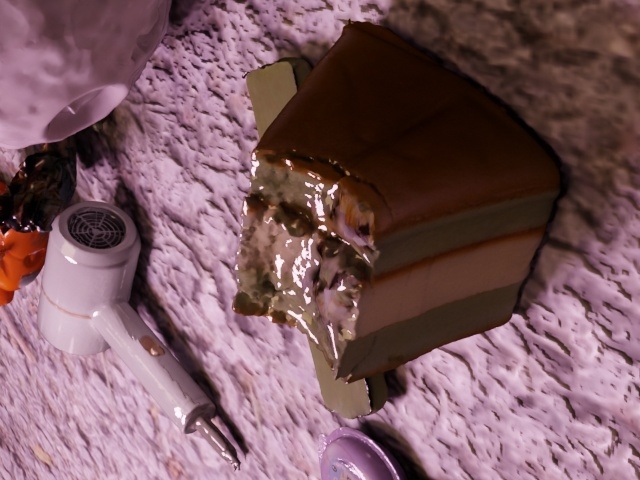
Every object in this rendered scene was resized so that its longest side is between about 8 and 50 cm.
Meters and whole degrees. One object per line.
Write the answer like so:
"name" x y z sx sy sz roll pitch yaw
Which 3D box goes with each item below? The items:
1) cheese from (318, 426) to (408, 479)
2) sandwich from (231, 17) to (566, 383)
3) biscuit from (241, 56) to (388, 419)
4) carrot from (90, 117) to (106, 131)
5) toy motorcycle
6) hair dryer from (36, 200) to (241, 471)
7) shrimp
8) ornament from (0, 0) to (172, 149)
"cheese" 0.057 0.226 1.020 0.191 0.042 0.105 22 122 48
"sandwich" 0.017 -0.036 0.824 0.227 0.198 0.155 45 138 35
"biscuit" 0.000 0.000 1.010 0.099 0.038 0.322 -6 100 60
"carrot" -0.273 -0.189 1.336 0.035 0.035 0.142 -33 71 56
"toy motorcycle" -0.434 -0.066 1.441 0.221 0.148 0.326 -12 100 38
"hair dryer" -0.193 0.124 1.318 0.357 0.107 0.173 44 138 24
"shrimp" -0.302 -0.111 1.296 0.289 0.075 0.178 -80 -4 -70
"ornament" -0.299 -0.243 1.080 0.337 0.337 0.337 28 125 48
